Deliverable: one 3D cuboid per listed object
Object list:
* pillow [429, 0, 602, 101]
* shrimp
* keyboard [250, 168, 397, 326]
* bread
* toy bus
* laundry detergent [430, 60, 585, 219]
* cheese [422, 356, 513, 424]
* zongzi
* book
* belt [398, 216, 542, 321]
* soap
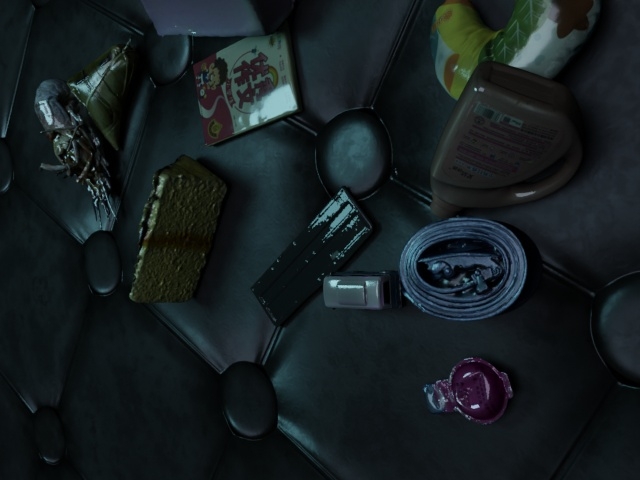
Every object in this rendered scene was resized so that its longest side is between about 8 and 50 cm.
[{"bbox_3d":[0.245,-0.283,0.844,0.233,0.086,0.214,-49,54,31],"label":"pillow"},{"bbox_3d":[-0.513,-0.184,1.372,0.116,0.145,0.343,-22,87,13],"label":"shrimp"},{"bbox_3d":[0.009,-0.002,1.061,0.381,0.041,0.103,-49,66,35],"label":"keyboard"},{"bbox_3d":[-0.270,-0.018,1.216,0.178,0.142,0.266,-109,39,-64],"label":"bread"},{"bbox_3d":[0.060,0.078,0.997,0.123,0.075,0.060,-2,92,37],"label":"toy bus"},{"bbox_3d":[0.234,-0.101,0.834,0.171,0.076,0.237,20,140,5],"label":"laundry detergent"},{"bbox_3d":[0.207,0.217,0.919,0.145,0.038,0.095,-24,77,41],"label":"cheese"},{"bbox_3d":[-0.406,-0.304,1.341,0.189,0.081,0.178,-28,98,20],"label":"zongzi"},{"bbox_3d":[-0.136,-0.275,1.156,0.232,0.022,0.162,-13,85,37],"label":"book"},{"bbox_3d":[0.198,0.039,0.888,0.190,0.082,0.141,-2,86,35],"label":"belt"},{"bbox_3d":[-0.214,-0.479,1.050,0.285,0.107,0.296,16,146,35],"label":"soap"}]
